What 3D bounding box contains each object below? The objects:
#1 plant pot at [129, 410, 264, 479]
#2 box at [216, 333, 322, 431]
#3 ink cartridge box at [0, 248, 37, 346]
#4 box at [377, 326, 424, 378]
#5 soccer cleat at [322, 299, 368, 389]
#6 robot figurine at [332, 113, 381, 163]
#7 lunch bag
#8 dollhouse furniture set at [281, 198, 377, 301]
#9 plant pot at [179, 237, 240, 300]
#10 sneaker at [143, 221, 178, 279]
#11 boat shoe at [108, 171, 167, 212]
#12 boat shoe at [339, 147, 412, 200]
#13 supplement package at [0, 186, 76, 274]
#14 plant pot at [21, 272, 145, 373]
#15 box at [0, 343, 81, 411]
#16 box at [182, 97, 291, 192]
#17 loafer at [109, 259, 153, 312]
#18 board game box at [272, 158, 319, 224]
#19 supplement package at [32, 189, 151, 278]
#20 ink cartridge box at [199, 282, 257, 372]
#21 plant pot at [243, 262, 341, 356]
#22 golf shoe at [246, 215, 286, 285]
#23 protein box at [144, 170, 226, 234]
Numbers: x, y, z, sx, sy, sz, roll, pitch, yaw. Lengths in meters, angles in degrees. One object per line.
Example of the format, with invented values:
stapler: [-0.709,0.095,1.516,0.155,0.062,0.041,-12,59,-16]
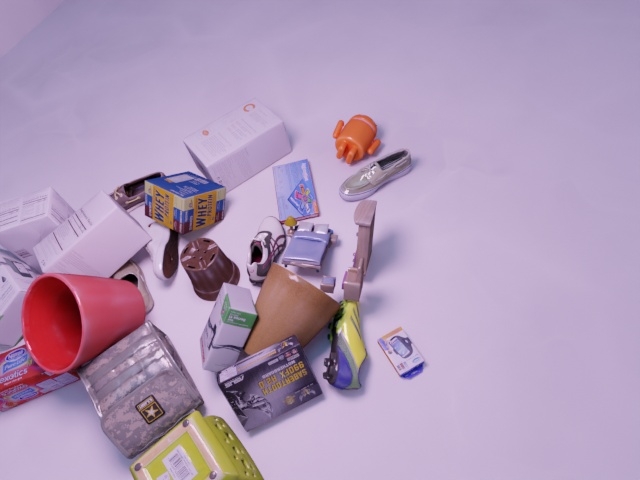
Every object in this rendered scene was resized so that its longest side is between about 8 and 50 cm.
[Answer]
plant pot: [-0.301,0.564,1.049,0.227,0.207,0.228,-38,57,-16]
box: [-0.133,0.381,1.161,0.231,0.183,0.056,-24,23,-7]
ink cartridge box: [-1.080,0.184,1.471,0.289,0.121,0.211,34,87,28]
box: [0.230,0.320,1.234,0.081,0.028,0.136,-27,54,-10]
soccer cleat: [0.085,0.291,1.260,0.121,0.093,0.289,22,52,-12]
robot figurine: [0.138,-0.401,1.690,0.158,0.128,0.219,9,55,38]
lunch bag: [-0.491,0.415,1.214,0.235,0.169,0.287,-36,63,-15]
dollhouse furniture set: [0.000,0.000,1.339,0.304,0.198,0.286,8,36,11]
plant pot: [-0.367,0.087,1.418,0.167,0.165,0.166,-5,55,7]
sneaker: [-0.574,0.038,1.535,0.123,0.105,0.290,-16,43,2]
boat shoe: [-0.748,-0.181,1.713,0.325,0.096,0.116,-19,55,-4]
boat shoe: [0.198,-0.250,1.595,0.302,0.094,0.109,-29,56,-11]
supplement package: [-0.974,-0.029,1.545,0.204,0.261,0.145,-18,54,-2]
plant pot: [-0.677,0.223,1.281,0.275,0.243,0.274,0,90,24]
box: [-0.880,0.397,1.314,0.257,0.128,0.122,-22,55,-5]
box: [-0.326,-0.378,1.732,0.345,0.168,0.215,-35,57,-14]
loafer: [-0.652,0.134,1.478,0.102,0.092,0.268,-36,58,-17]
board game box: [-0.097,-0.189,1.646,0.145,0.027,0.281,-13,54,3]
supplement package: [-0.759,0.009,1.460,0.293,0.177,0.175,-45,46,-12]
ink cartridge box: [-0.266,0.250,1.240,0.087,0.208,0.153,18,15,-25]
plant pot: [-0.107,0.230,1.253,0.237,0.237,0.254,28,79,26]
golf shoe: [-0.185,0.015,1.464,0.105,0.120,0.272,-2,55,12]
protein box: [-0.484,-0.142,1.563,0.200,0.135,0.201,24,29,24]
